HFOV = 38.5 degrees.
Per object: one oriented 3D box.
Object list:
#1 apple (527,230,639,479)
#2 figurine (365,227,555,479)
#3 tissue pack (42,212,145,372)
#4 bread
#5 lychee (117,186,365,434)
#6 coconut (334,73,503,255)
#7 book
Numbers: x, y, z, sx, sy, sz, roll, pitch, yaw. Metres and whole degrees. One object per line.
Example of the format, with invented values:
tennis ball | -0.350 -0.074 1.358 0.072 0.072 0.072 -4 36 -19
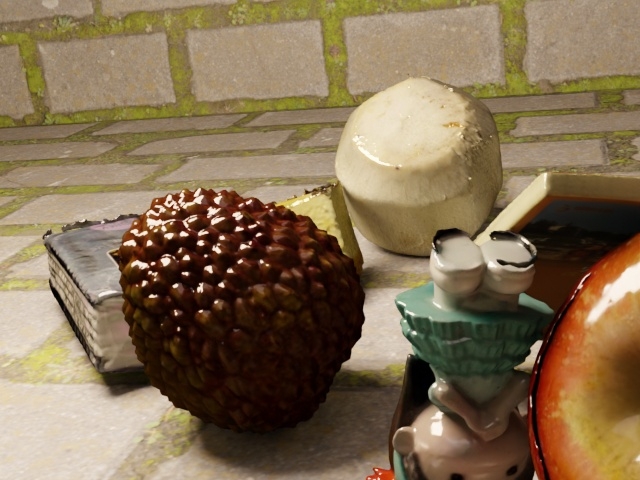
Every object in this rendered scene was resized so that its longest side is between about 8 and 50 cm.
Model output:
apple | 0.267 0.114 0.600 0.252 0.271 0.206 -23 -31 39
figurine | 0.103 0.111 0.702 0.138 0.245 0.110 1 23 0
tissue pack | -0.203 0.052 1.191 0.259 0.122 0.361 -10 16 -21
bread | 0.000 0.000 1.256 0.127 0.147 0.152 -12 7 25
lychee | -0.079 0.067 0.908 0.236 0.271 0.236 -39 27 24
coconut | 0.152 -0.103 1.360 0.245 0.247 0.245 -7 58 11
book | 0.248 0.033 0.807 0.263 0.028 0.374 5 -21 -9
